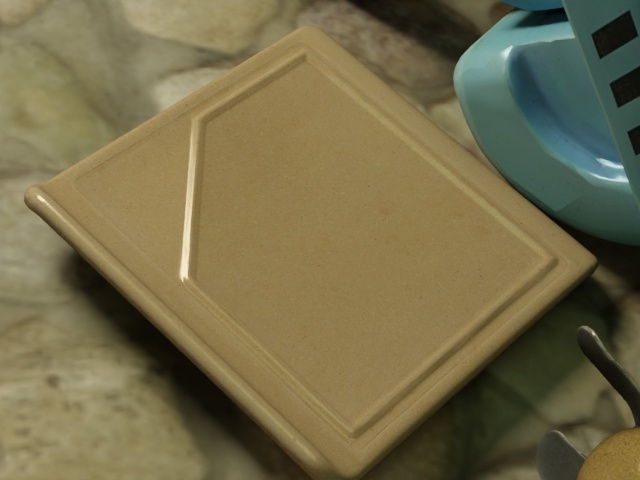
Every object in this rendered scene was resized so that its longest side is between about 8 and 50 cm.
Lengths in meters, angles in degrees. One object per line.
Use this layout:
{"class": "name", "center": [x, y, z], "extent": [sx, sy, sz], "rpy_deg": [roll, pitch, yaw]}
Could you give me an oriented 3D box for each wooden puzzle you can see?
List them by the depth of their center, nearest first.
{"class": "wooden puzzle", "center": [0.000, 0.000, 0.765], "extent": [0.221, 0.044, 0.238], "rpy_deg": [42, 49, 17]}

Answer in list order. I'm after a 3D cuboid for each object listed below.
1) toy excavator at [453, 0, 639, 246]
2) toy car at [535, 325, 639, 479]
{"class": "toy excavator", "center": [0.125, -0.155, 0.815], "extent": [0.222, 0.445, 0.433], "rpy_deg": [-44, 117, -39]}
{"class": "toy car", "center": [0.135, 0.133, 0.635], "extent": [0.148, 0.155, 0.188], "rpy_deg": [-3, 45, -18]}
